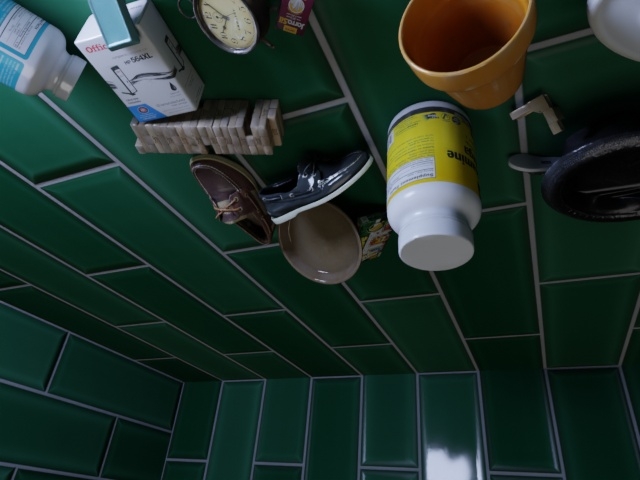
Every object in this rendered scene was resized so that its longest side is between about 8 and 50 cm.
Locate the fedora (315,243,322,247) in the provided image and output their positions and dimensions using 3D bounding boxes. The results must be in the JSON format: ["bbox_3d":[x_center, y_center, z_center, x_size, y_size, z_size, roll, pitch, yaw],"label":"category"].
[{"bbox_3d":[0.025,0.002,1.435,0.195,0.079,0.194,4,148,2],"label":"fedora"}]

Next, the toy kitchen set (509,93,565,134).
[{"bbox_3d":[0.461,-0.253,0.973,0.075,0.083,0.068,-28,176,42],"label":"toy kitchen set"}]

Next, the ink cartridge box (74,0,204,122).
[{"bbox_3d":[-0.351,-0.348,0.921,0.148,0.085,0.203,-7,146,18],"label":"ink cartridge box"}]

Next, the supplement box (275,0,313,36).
[{"bbox_3d":[-0.044,-0.412,0.811,0.055,0.043,0.083,12,148,-11],"label":"supplement box"}]

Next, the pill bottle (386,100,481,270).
[{"bbox_3d":[0.235,-0.115,0.972,0.188,0.333,0.188,4,149,2],"label":"pill bottle"}]

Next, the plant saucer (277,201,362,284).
[{"bbox_3d":[0.000,0.000,1.351,0.278,0.041,0.277,14,121,24],"label":"plant saucer"}]

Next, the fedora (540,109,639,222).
[{"bbox_3d":[0.648,-0.172,0.987,0.334,0.152,0.334,7,149,4],"label":"fedora"}]

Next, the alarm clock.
[{"bbox_3d":[-0.171,-0.404,0.817,0.192,0.064,0.129,15,149,17],"label":"alarm clock"}]

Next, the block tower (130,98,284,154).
[{"bbox_3d":[-0.258,-0.258,1.050,0.336,0.090,0.097,1,147,7],"label":"block tower"}]

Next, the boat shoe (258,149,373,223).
[{"bbox_3d":[-0.028,-0.154,1.159,0.340,0.127,0.113,-23,116,41],"label":"boat shoe"}]

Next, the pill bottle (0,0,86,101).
[{"bbox_3d":[-0.590,-0.372,0.864,0.264,0.146,0.146,29,141,-32],"label":"pill bottle"}]

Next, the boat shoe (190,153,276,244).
[{"bbox_3d":[-0.230,-0.100,1.267,0.123,0.123,0.342,-11,145,24],"label":"boat shoe"}]

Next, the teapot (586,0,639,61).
[{"bbox_3d":[0.517,-0.388,0.645,0.253,0.187,0.256,20,175,29],"label":"teapot"}]

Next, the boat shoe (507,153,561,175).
[{"bbox_3d":[0.515,-0.175,1.104,0.142,0.049,0.040,4,149,-1],"label":"boat shoe"}]

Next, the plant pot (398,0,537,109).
[{"bbox_3d":[0.262,-0.323,0.785,0.205,0.205,0.188,-14,159,28],"label":"plant pot"}]

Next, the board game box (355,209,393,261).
[{"bbox_3d":[0.148,-0.005,1.399,0.136,0.030,0.259,-14,153,-17],"label":"board game box"}]

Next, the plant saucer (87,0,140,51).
[{"bbox_3d":[-0.371,-0.424,0.778,0.067,0.018,0.191,-7,114,18],"label":"plant saucer"}]
